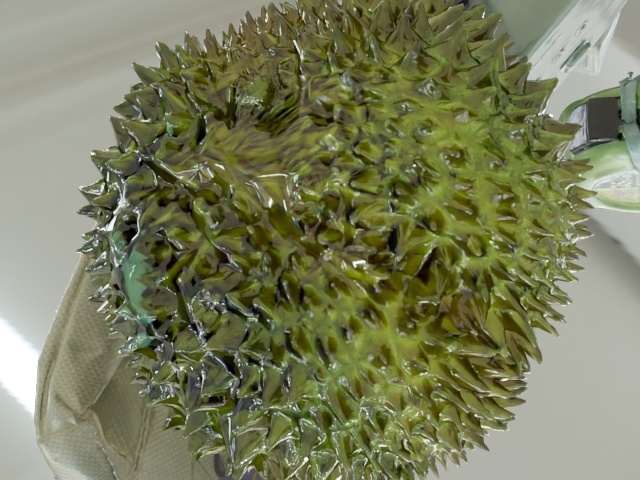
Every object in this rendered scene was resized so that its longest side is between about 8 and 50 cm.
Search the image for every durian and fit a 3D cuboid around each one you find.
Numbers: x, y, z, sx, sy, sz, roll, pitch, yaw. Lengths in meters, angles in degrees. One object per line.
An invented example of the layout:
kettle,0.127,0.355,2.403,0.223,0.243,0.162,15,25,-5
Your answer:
durian,-0.004,0.000,0.780,0.224,0.291,0.291,-7,-131,-32

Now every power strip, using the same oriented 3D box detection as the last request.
power strip,0.172,-0.224,1.445,0.161,0.357,0.357,42,-140,9

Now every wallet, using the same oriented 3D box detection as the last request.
wallet,-0.060,0.094,1.074,0.335,0.068,0.275,40,-112,-33

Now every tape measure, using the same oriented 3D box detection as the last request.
tape measure,0.261,-0.075,1.185,0.154,0.177,0.087,-5,-111,17

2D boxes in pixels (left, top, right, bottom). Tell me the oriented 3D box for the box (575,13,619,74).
box,0.276,-0.330,2.053,0.259,0.071,0.168,15,-118,14
